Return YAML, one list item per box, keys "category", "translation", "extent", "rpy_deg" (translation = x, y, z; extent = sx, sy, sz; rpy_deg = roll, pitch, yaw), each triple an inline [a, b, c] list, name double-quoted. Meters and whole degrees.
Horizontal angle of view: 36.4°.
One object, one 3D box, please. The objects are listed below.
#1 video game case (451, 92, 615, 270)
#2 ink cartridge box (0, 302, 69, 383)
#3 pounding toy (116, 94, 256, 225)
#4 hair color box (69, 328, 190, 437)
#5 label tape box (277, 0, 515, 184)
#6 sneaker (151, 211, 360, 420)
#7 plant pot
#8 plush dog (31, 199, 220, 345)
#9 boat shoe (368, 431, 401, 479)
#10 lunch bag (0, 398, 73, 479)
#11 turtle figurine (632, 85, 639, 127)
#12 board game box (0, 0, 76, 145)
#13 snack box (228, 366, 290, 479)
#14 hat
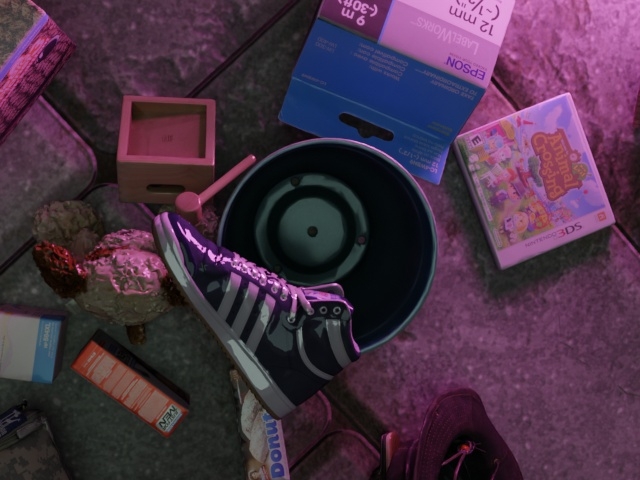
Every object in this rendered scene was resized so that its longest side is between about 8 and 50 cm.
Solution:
- category: "video game case"
  translation: [0.318, -0.088, 1.452]
  extent: [0.193, 0.023, 0.212]
  rpy_deg: [-22, 96, -5]
- category: "ink cartridge box"
  translation: [-0.430, 0.138, 1.343]
  extent: [0.143, 0.092, 0.090]
  rpy_deg: [9, 93, -8]
- category: "pounding toy"
  translation: [-0.180, -0.088, 1.308]
  extent: [0.181, 0.094, 0.206]
  rpy_deg: [2, 51, -7]
- category: "hair color box"
  translation: [-0.264, 0.199, 1.367]
  extent: [0.167, 0.093, 0.053]
  rpy_deg: [39, 89, -9]
- category: "label tape box"
  translation: [0.117, -0.286, 1.326]
  extent: [0.249, 0.115, 0.348]
  rpy_deg: [22, 73, -8]
- category: "sneaker"
  translation: [-0.064, 0.058, 1.122]
  extent: [0.153, 0.099, 0.282]
  rpy_deg: [-32, 105, 4]
- category: "plant pot"
  translation: [0.000, 0.000, 1.301]
  extent: [0.271, 0.255, 0.272]
  rpy_deg: [0, 96, -5]
- category: "plush dog"
  translation: [-0.259, 0.051, 1.290]
  extent: [0.262, 0.225, 0.211]
  rpy_deg: [0, 94, -7]
- category: "boat shoe"
  translation: [0.094, 0.360, 1.442]
  extent: [0.049, 0.056, 0.152]
  rpy_deg: [-1, 89, 26]
- category: "lunch bag"
  translation: [-0.442, 0.399, 1.312]
  extent: [0.256, 0.212, 0.305]
  rpy_deg: [-26, 98, -21]
- category: "turtle figurine"
  translation: [0.572, -0.262, 1.373]
  extent: [0.197, 0.274, 0.266]
  rpy_deg: [-8, 86, -22]
- category: "board game box"
  translation: [-0.447, -0.216, 1.216]
  extent: [0.141, 0.291, 0.232]
  rpy_deg: [38, 90, -8]
- category: "snack box"
  translation: [-0.090, 0.270, 1.429]
  extent: [0.064, 0.022, 0.178]
  rpy_deg: [-9, 95, -7]
- category: "hat"
  translation: [0.172, 0.382, 1.396]
  extent: [0.134, 0.331, 0.331]
  rpy_deg: [-15, 97, 33]
